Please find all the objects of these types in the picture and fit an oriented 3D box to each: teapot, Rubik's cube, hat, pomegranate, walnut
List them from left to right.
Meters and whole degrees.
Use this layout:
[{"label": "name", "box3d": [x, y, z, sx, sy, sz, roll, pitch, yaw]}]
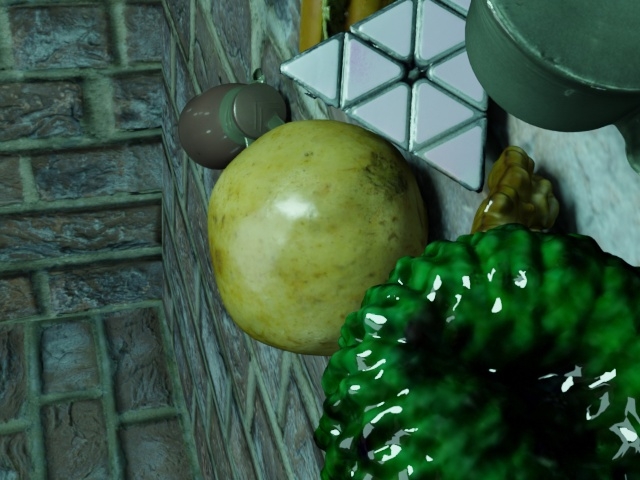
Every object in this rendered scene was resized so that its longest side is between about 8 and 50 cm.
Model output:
[{"label": "pomegranate", "box3d": [0.000, 0.000, 0.997, 0.260, 0.260, 0.260, 174, 90, -74]}, {"label": "Rubik's cube", "box3d": [0.124, -0.156, 0.824, 0.190, 0.211, 0.178, 47, 117, 33]}, {"label": "walnut", "box3d": [0.143, 0.007, 0.730, 0.170, 0.069, 0.143, -60, -16, -48]}, {"label": "hat", "box3d": [0.131, 0.158, 0.626, 0.274, 0.242, 0.332, 59, 171, 22]}, {"label": "teapot", "box3d": [0.164, -0.128, 0.577, 0.239, 0.162, 0.149, 50, 165, 9]}]

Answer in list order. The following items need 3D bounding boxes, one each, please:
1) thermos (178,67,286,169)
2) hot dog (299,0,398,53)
[{"label": "thermos", "box3d": [-0.141, -0.190, 1.580, 0.265, 0.146, 0.176, -178, 89, -68]}, {"label": "hot dog", "box3d": [0.050, -0.289, 0.898, 0.100, 0.135, 0.337, -78, -4, -56]}]
